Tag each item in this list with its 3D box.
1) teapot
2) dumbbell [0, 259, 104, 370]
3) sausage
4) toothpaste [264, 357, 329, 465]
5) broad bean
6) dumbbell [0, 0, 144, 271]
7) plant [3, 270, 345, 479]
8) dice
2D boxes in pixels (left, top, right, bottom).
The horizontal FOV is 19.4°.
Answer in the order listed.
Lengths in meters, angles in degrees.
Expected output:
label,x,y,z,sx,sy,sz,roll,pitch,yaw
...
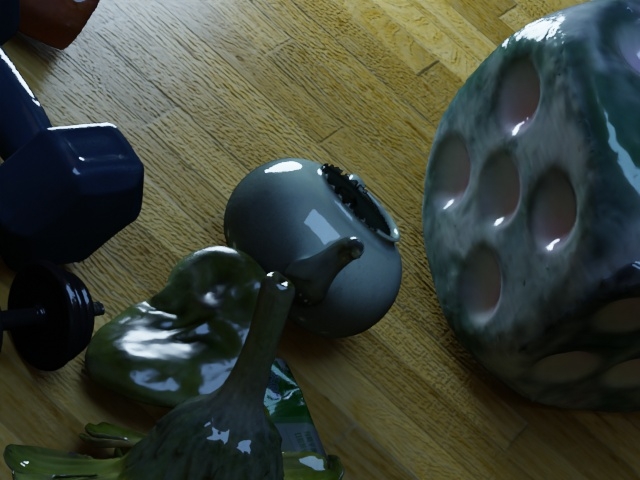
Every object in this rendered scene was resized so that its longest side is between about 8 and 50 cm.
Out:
label,x,y,z,sx,sy,sz,roll,pitch,yaw
teapot,0.000,0.000,1.833,0.193,0.129,0.294,44,15,-10
dumbbell,-0.270,0.069,1.598,0.208,0.099,0.099,-6,54,-44
sausage,-0.350,-0.297,1.926,0.259,0.113,0.113,29,37,-12
toothpaste,-0.024,0.194,1.708,0.078,0.047,0.248,1,51,-36
broad bean,-0.119,0.090,1.706,0.153,0.072,0.207,19,43,22
dumbbell,-0.298,-0.129,1.754,0.325,0.160,0.144,55,9,24
plant,-0.068,0.204,1.483,0.306,0.297,0.261,-3,63,-47
dice,0.325,-0.025,1.956,0.328,0.330,0.348,6,53,-28
